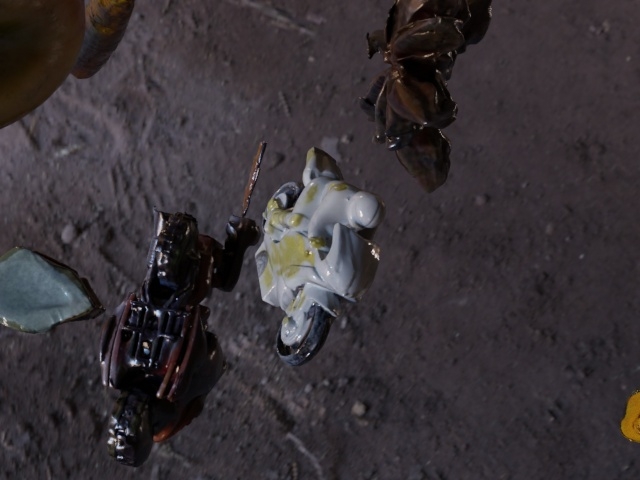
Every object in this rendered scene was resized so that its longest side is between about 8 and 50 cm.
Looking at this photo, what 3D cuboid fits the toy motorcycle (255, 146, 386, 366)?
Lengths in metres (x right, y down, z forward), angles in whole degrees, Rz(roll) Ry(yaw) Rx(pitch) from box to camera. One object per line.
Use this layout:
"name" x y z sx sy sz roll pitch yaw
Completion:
"toy motorcycle" 0.000 0.000 0.942 0.074 0.151 0.228 29 30 -25

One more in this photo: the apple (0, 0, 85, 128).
"apple" -0.292 -0.180 0.794 0.210 0.235 0.173 -44 68 -4

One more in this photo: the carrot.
"carrot" -0.273 -0.268 1.332 0.066 0.314 0.066 4 81 -23

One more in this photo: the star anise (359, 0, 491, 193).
"star anise" 0.107 -0.182 1.145 0.129 0.282 0.212 13 71 -1

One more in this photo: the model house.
"model house" -0.373 0.078 1.453 0.165 0.152 0.106 30 84 5

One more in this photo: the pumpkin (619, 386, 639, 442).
"pumpkin" 0.355 0.185 1.173 0.050 0.083 0.028 16 34 3

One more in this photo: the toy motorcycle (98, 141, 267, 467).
"toy motorcycle" -0.158 0.063 1.253 0.134 0.207 0.401 9 80 9
